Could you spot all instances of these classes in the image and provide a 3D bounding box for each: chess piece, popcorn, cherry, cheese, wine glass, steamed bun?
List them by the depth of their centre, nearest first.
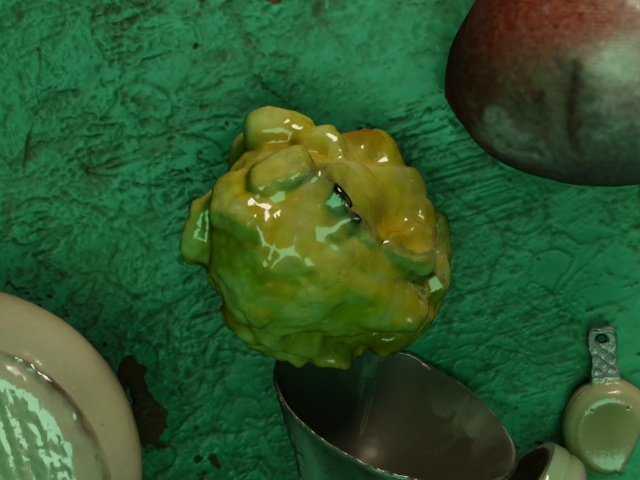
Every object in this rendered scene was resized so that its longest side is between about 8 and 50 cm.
[{"bbox_3d":[0.257,-0.174,1.456,0.307,0.221,0.261,-13,106,22],"label":"cherry"},{"bbox_3d":[0.000,0.000,1.502,0.286,0.215,0.252,24,75,-43],"label":"popcorn"},{"bbox_3d":[-0.360,0.218,1.552,0.374,0.241,0.374,1,110,3],"label":"steamed bun"},{"bbox_3d":[0.010,0.340,1.601,0.267,0.267,0.406,19,110,-7],"label":"wine glass"},{"bbox_3d":[0.304,0.354,1.642,0.271,0.139,0.139,43,102,-5],"label":"chess piece"},{"bbox_3d":[0.316,0.176,1.655,0.092,0.047,0.171,11,107,-5],"label":"cheese"}]
